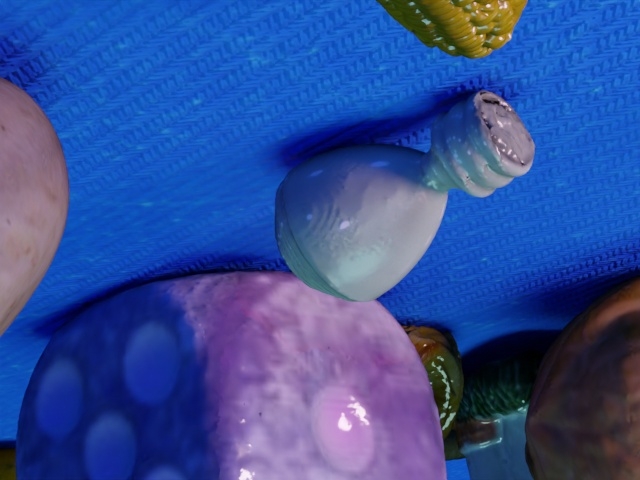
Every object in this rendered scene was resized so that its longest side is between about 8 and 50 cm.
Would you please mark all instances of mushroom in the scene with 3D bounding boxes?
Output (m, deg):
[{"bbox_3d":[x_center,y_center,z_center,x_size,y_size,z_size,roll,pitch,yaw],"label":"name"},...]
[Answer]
[{"bbox_3d":[-0.244,-0.014,1.063,0.206,0.209,0.206,-36,149,-26],"label":"mushroom"}]

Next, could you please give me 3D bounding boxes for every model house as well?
[{"bbox_3d":[0.271,0.247,1.841,0.253,0.291,0.184,1,158,-28],"label":"model house"}]

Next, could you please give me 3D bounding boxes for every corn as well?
[{"bbox_3d":[0.051,-0.153,0.853,0.097,0.097,0.261,-11,164,12],"label":"corn"}]

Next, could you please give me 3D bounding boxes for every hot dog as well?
[{"bbox_3d":[0.033,0.167,1.773,0.175,0.114,0.259,4,160,-32],"label":"hot dog"}]

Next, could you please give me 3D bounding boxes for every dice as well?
[{"bbox_3d":[-0.074,0.188,1.545,0.271,0.270,0.270,-22,156,40],"label":"dice"}]

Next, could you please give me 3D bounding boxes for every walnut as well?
[{"bbox_3d":[0.339,0.166,1.630,0.344,0.306,0.306,5,159,-15],"label":"walnut"}]

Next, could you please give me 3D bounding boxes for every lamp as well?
[{"bbox_3d":[0.052,-0.030,1.226,0.193,0.106,0.106,-30,153,30],"label":"lamp"}]

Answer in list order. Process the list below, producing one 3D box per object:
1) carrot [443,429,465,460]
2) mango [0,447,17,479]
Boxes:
[{"bbox_3d":[0.047,0.229,2.052,0.342,0.070,0.070,0,160,-26],"label":"carrot"},{"bbox_3d":[-0.373,0.269,1.967,0.163,0.089,0.111,-9,163,-23],"label":"mango"}]
